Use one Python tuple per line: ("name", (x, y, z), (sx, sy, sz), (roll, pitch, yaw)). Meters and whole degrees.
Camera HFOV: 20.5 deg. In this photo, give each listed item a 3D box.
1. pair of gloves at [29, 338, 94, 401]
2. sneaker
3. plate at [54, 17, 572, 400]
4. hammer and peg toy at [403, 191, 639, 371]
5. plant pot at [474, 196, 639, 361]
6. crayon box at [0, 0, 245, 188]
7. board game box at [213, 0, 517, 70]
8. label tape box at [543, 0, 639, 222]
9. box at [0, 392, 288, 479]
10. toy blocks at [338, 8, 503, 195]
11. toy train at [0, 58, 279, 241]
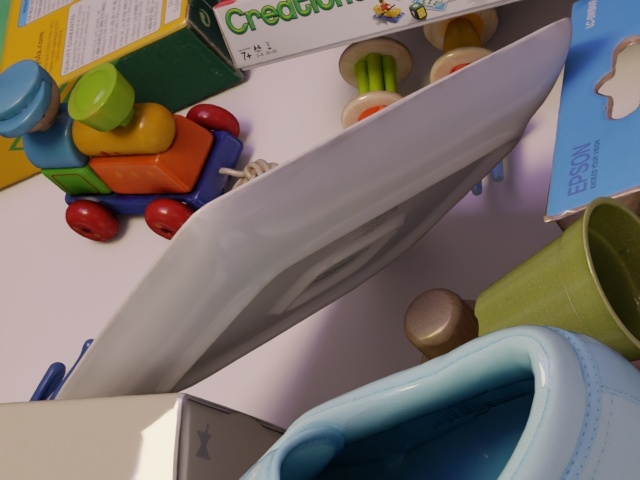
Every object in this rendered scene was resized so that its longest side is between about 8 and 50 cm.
("pair of gloves", (-0.187, 0.157, 1.220), (0.159, 0.023, 0.198), (-49, 26, 13))
("sneaker", (-0.013, 0.144, 0.812), (0.366, 0.150, 0.135), (-36, 46, 13))
("plate", (0.000, 0.000, 1.017), (0.277, 0.045, 0.278), (-29, -11, -33))
("hammer and peg toy", (0.154, 0.102, 0.913), (0.266, 0.127, 0.361), (3, 62, 38))
("plant pot", (0.120, 0.032, 0.854), (0.079, 0.083, 0.083), (-28, 44, 34))
("crayon box", (-0.209, -0.171, 1.472), (0.323, 0.083, 0.203), (-20, 48, 26))
("board game box", (0.102, -0.197, 1.184), (0.305, 0.053, 0.193), (-10, 19, 34))
("label tape box", (0.296, -0.095, 0.922), (0.333, 0.106, 0.240), (-22, 27, 26))
("box", (-0.180, 0.168, 1.062), (0.311, 0.148, 0.121), (-6, 71, 27))
("toy blocks", (0.070, -0.082, 1.190), (0.123, 0.054, 0.148), (-24, 47, 23))
("toy train", (-0.120, -0.076, 1.277), (0.248, 0.143, 0.105), (0, 60, 40))
